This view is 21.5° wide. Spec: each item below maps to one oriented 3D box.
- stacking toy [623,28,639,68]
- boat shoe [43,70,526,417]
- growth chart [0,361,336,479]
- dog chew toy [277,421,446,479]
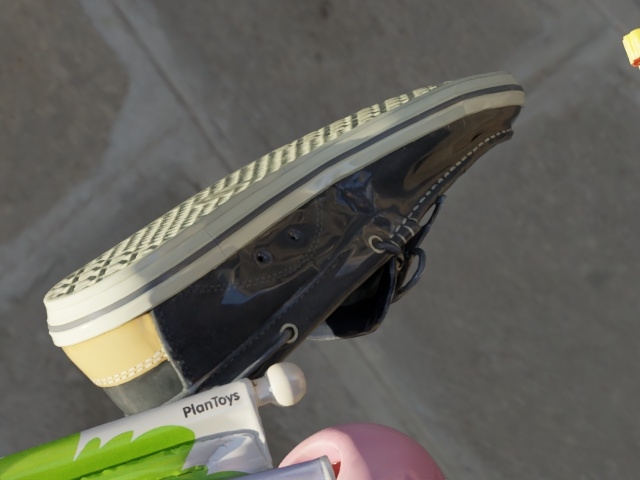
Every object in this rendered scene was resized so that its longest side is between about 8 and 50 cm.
[{"bbox_3d":[0.225,-0.185,1.140,0.052,0.221,0.167,-22,78,21],"label":"stacking toy"},{"bbox_3d":[0.000,0.000,1.371,0.187,0.500,0.156,-17,104,50],"label":"boat shoe"},{"bbox_3d":[-0.022,0.161,0.576,0.172,0.021,0.237,-23,82,-13],"label":"growth chart"},{"bbox_3d":[0.091,0.340,1.809,0.206,0.332,0.207,-32,33,24],"label":"dog chew toy"}]
